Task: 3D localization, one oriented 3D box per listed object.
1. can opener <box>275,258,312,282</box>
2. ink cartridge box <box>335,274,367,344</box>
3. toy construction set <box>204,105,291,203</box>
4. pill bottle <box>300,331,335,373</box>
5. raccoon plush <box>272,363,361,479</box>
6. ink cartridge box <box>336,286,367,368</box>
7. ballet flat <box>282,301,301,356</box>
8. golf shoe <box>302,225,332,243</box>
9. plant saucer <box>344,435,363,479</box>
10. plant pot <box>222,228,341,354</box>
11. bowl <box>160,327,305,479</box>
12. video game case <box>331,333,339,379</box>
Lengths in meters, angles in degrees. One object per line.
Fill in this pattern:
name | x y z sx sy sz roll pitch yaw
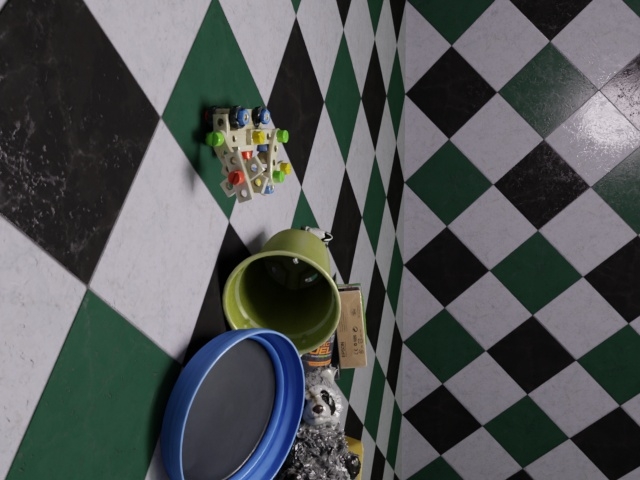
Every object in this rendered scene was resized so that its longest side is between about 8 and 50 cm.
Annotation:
can opener | -0.073 0.121 1.805 0.093 0.074 0.280 -46 148 -10
ink cartridge box | 0.107 0.238 2.202 0.255 0.097 0.189 -89 174 -71
toy construction set | -0.163 -0.187 1.346 0.328 0.151 0.215 -57 148 -76
pill bottle | -0.024 0.289 1.812 0.130 0.130 0.246 -18 118 -71
raccoon plush | -0.080 0.509 1.626 0.216 0.446 0.299 0 68 -35
ink cartridge box | 0.093 0.269 1.918 0.193 0.088 0.235 58 27 -87
ballet flat | -0.103 0.329 1.644 0.123 0.123 0.349 -29 121 -69
golf shoe | 0.000 0.000 1.957 0.176 0.086 0.069 31 62 -72
plant saucer | 0.024 0.800 1.978 0.333 0.080 0.333 155 -56 -68
plant pot | -0.078 0.098 1.507 0.254 0.276 0.276 -77 163 -65
bowl | -0.179 0.377 1.315 0.391 0.077 0.391 -18 112 -52
video game case | 0.041 0.322 2.059 0.248 0.035 0.275 70 15 -81
